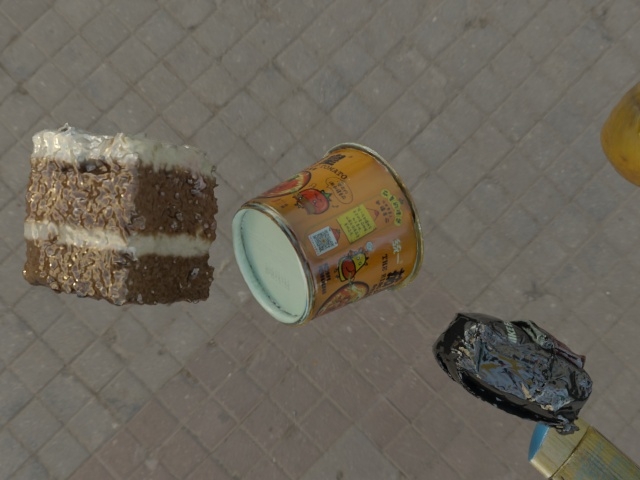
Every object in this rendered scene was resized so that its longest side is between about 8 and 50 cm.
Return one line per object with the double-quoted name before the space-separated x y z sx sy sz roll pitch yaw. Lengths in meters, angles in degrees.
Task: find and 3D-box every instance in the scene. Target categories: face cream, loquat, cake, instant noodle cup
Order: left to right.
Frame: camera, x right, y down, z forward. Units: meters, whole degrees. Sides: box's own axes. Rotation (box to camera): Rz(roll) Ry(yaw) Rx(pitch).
"cake" -0.176 -0.021 0.584 0.135 0.134 0.147 6 89 26
"instant noodle cup" 0.000 0.000 0.836 0.172 0.215 0.216 -26 86 -32
"face cream" 0.502 0.427 1.159 0.285 0.067 0.139 42 65 16
"loquat" 0.565 -0.173 1.054 0.187 0.176 0.234 12 43 0

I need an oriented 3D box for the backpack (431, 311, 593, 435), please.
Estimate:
"backpack" 0.212 0.136 0.721 0.165 0.120 0.106 32 86 -20
